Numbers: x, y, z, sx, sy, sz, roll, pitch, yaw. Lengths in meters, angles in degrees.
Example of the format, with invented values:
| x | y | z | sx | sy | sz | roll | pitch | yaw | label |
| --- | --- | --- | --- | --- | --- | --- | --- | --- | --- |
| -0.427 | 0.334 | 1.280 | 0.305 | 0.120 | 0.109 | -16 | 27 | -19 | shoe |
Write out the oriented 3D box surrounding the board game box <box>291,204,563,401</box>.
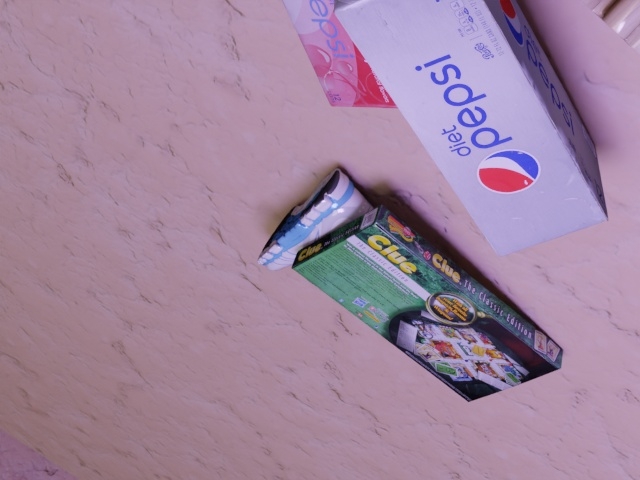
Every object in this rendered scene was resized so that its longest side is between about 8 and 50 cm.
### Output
| x | y | z | sx | sy | sz | roll | pitch | yaw | label |
| --- | --- | --- | --- | --- | --- | --- | --- | --- | --- |
| 0.109 | 0.070 | 1.253 | 0.259 | 0.030 | 0.136 | 38 | 142 | -22 | board game box |

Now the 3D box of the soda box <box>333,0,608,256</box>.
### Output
| x | y | z | sx | sy | sz | roll | pitch | yaw | label |
| --- | --- | --- | --- | --- | --- | --- | --- | --- | --- |
| 0.117 | -0.115 | 0.924 | 0.098 | 0.091 | 0.286 | -20 | 134 | 23 | soda box |

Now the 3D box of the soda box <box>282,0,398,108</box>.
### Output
| x | y | z | sx | sy | sz | roll | pitch | yaw | label |
| --- | --- | --- | --- | --- | --- | --- | --- | --- | --- |
| 0.014 | -0.227 | 0.953 | 0.092 | 0.083 | 0.263 | 7 | 138 | 38 | soda box |

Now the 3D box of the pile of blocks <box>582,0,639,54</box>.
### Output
| x | y | z | sx | sy | sz | roll | pitch | yaw | label |
| --- | --- | --- | --- | --- | --- | --- | --- | --- | --- |
| 0.201 | -0.206 | 0.807 | 0.362 | 0.149 | 0.112 | 37 | 107 | -20 | pile of blocks |

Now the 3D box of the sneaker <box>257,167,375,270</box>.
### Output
| x | y | z | sx | sy | sz | roll | pitch | yaw | label |
| --- | --- | --- | --- | --- | --- | --- | --- | --- | --- |
| 0.000 | 0.000 | 1.287 | 0.083 | 0.071 | 0.190 | 36 | 150 | -11 | sneaker |
